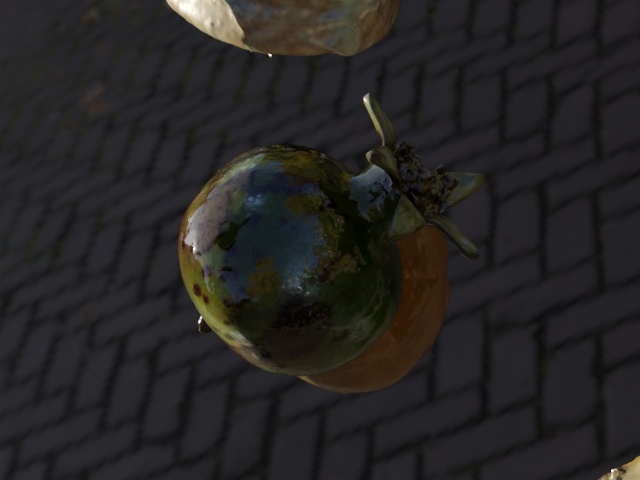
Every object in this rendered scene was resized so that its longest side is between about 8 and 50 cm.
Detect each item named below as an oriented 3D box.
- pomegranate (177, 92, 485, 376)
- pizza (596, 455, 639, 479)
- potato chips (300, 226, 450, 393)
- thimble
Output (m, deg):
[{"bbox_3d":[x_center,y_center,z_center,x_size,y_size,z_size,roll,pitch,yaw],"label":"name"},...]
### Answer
[{"bbox_3d":[-0.003,0.004,1.113,0.169,0.148,0.148,-32,24,40],"label":"pomegranate"},{"bbox_3d":[0.228,0.188,1.246,0.204,0.188,0.080,-19,64,-11],"label":"pizza"},{"bbox_3d":[0.029,0.043,1.354,0.150,0.202,0.049,-26,42,-13],"label":"potato chips"},{"bbox_3d":[-0.030,-0.250,1.504,0.196,0.148,0.229,2,28,-5],"label":"thimble"}]
